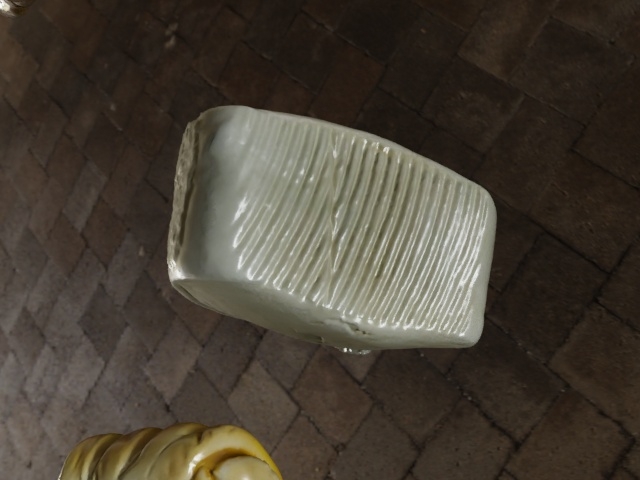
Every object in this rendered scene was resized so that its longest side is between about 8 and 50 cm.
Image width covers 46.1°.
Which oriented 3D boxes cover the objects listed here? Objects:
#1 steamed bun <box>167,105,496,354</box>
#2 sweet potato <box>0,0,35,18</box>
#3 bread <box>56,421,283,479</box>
[{"bbox_3d":[0.002,0.001,0.895,0.236,0.383,0.247,-22,57,63],"label":"steamed bun"},{"bbox_3d":[-0.276,-0.247,0.676,0.269,0.074,0.075,-173,97,-72],"label":"sweet potato"},{"bbox_3d":[-0.103,0.187,0.536,0.177,0.084,0.119,-13,109,21],"label":"bread"}]
